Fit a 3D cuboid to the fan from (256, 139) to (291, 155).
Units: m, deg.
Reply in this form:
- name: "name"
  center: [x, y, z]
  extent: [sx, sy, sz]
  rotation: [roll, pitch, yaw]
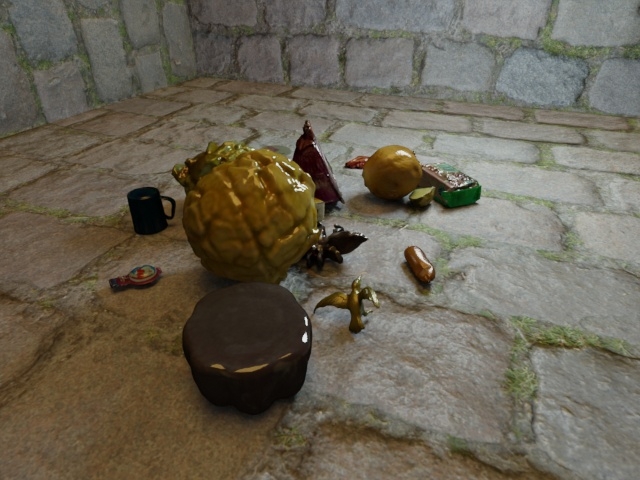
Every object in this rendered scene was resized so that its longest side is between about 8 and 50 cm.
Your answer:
- name: "fan"
  center: [-0.279, -0.495, 2.229]
  extent: [0.182, 0.010, 0.310]
  rotation: [-20, 38, -29]

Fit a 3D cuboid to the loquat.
- name: "loquat"
  center: [0.284, -0.265, 1.675]
  extent: [0.238, 0.239, 0.193]
  rotation: [-4, 39, -7]

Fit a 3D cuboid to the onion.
- name: "onion"
  center: [-0.047, -0.286, 1.627]
  extent: [0.158, 0.349, 0.267]
  rotation: [-25, 30, 6]

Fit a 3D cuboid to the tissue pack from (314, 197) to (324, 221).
- name: "tissue pack"
  center: [-0.116, -0.113, 1.522]
  extent: [0.183, 0.092, 0.226]
  rotation: [-14, 27, -29]

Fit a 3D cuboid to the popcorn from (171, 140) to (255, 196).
- name: "popcorn"
  center: [-0.362, -0.215, 1.542]
  extent: [0.274, 0.335, 0.279]
  rotation: [-1, 63, -45]

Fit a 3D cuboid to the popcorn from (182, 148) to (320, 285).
- name: "popcorn"
  center: [-0.197, -0.055, 1.185]
  extent: [0.353, 0.390, 0.344]
  rotation: [-7, 45, -32]

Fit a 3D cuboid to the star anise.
- name: "star anise"
  center: [-0.004, -0.001, 1.353]
  extent: [0.198, 0.111, 0.257]
  rotation: [-35, 42, -28]

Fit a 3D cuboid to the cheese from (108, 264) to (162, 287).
- name: "cheese"
  center: [-0.542, 0.107, 1.236]
  extent: [0.145, 0.038, 0.095]
  rotation: [-17, 36, -28]

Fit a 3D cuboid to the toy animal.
- name: "toy animal"
  center: [0.093, 0.163, 1.110]
  extent: [0.219, 0.095, 0.155]
  rotation: [-17, 20, 35]

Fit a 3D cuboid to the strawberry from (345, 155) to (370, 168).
- name: "strawberry"
  center: [0.191, -0.380, 2.017]
  extent: [0.152, 0.048, 0.104]
  rotation: [-9, 30, -20]

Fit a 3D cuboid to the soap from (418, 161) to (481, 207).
- name: "soap"
  center: [0.527, -0.244, 1.755]
  extent: [0.217, 0.098, 0.273]
  rotation: [-12, 34, -18]

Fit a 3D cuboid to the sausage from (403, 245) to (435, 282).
- name: "sausage"
  center: [0.306, 0.073, 1.289]
  extent: [0.062, 0.054, 0.183]
  rotation: [-33, 36, 7]

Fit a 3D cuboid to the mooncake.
- name: "mooncake"
  center: [-0.155, 0.230, 0.938]
  extent: [0.305, 0.155, 0.306]
  rotation: [0, 33, 0]

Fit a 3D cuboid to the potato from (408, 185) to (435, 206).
- name: "potato"
  center: [0.396, -0.162, 1.657]
  extent: [0.096, 0.067, 0.103]
  rotation: [0, 32, 49]

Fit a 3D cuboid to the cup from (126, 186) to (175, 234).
- name: "cup"
  center: [-0.599, -0.114, 1.494]
  extent: [0.150, 0.138, 0.113]
  rotation: [-22, 39, -32]
